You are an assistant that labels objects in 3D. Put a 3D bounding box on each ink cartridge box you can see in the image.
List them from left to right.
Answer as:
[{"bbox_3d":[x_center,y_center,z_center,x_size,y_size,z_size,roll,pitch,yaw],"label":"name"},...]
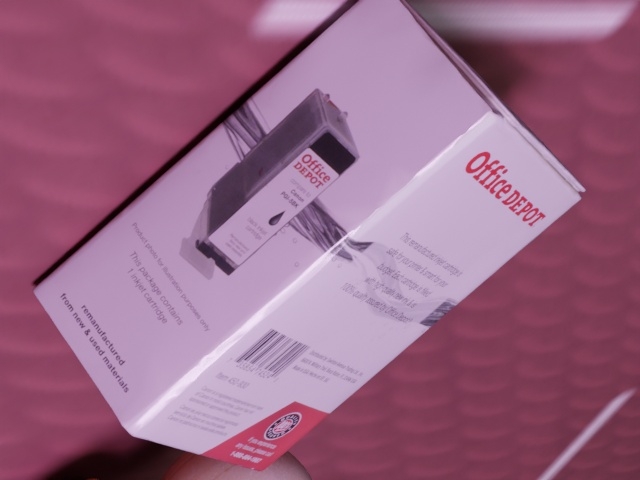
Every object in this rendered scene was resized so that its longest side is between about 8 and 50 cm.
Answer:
[{"bbox_3d":[0.000,0.000,0.573,0.135,0.056,0.099,-41,157,8],"label":"ink cartridge box"}]

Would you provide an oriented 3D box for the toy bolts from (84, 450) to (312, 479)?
[{"bbox_3d":[-0.030,0.183,0.715,0.158,0.218,0.228,-41,175,-9],"label":"toy bolts"}]
